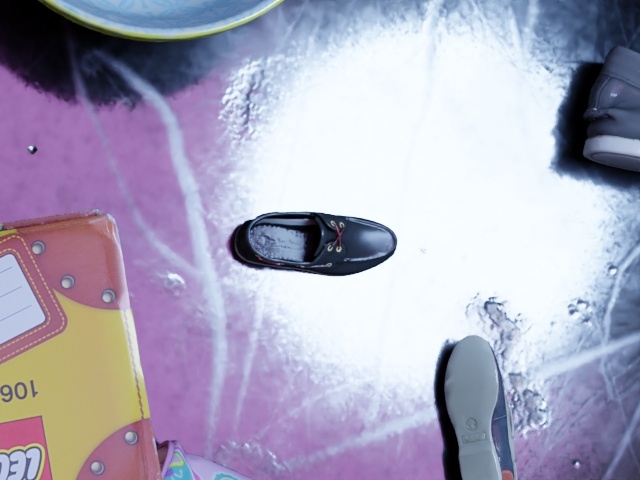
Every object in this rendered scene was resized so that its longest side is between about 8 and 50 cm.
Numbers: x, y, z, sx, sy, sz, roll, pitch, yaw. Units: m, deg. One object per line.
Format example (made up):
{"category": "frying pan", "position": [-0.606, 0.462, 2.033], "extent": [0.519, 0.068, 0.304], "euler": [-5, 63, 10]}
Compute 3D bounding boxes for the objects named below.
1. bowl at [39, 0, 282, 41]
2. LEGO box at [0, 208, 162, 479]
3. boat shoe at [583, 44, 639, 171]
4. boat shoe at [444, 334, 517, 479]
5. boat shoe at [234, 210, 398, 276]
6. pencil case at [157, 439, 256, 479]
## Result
{"category": "bowl", "position": [-0.133, -0.279, 1.400], "extent": [0.289, 0.156, 0.289], "euler": [1, 85, -13]}
{"category": "LEGO box", "position": [-0.382, 0.127, 1.193], "extent": [0.500, 0.372, 0.193], "euler": [-10, 87, -13]}
{"category": "boat shoe", "position": [0.382, -0.085, 1.528], "extent": [0.335, 0.112, 0.095], "euler": [11, 87, -9]}
{"category": "boat shoe", "position": [0.133, 0.144, 1.483], "extent": [0.043, 0.049, 0.137], "euler": [2, 79, -56]}
{"category": "boat shoe", "position": [0.000, 0.002, 1.465], "extent": [0.133, 0.042, 0.049], "euler": [2, 82, -15]}
{"category": "pencil case", "position": [-0.026, 0.264, 1.394], "extent": [0.284, 0.124, 0.124], "euler": [32, 78, -8]}
